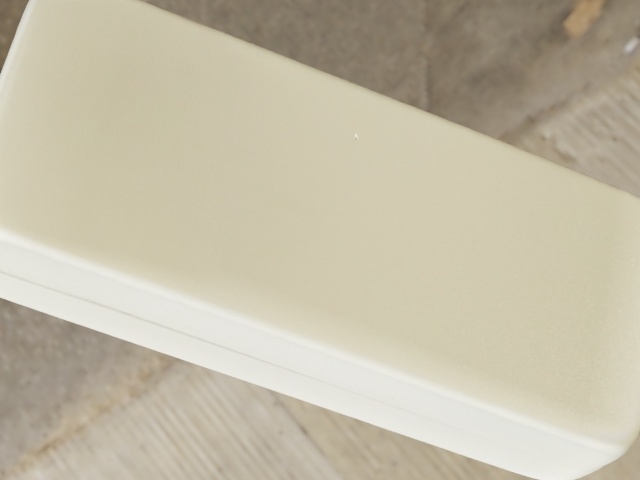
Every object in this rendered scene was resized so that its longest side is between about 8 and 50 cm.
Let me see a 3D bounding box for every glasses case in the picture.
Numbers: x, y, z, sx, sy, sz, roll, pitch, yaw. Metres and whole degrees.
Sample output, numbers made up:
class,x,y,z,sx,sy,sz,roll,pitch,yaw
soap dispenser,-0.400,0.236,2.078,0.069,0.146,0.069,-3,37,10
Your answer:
class,x,y,z,sx,sy,sz,roll,pitch,yaw
glasses case,0.000,0.000,0.735,0.070,0.312,0.131,133,-26,-61
